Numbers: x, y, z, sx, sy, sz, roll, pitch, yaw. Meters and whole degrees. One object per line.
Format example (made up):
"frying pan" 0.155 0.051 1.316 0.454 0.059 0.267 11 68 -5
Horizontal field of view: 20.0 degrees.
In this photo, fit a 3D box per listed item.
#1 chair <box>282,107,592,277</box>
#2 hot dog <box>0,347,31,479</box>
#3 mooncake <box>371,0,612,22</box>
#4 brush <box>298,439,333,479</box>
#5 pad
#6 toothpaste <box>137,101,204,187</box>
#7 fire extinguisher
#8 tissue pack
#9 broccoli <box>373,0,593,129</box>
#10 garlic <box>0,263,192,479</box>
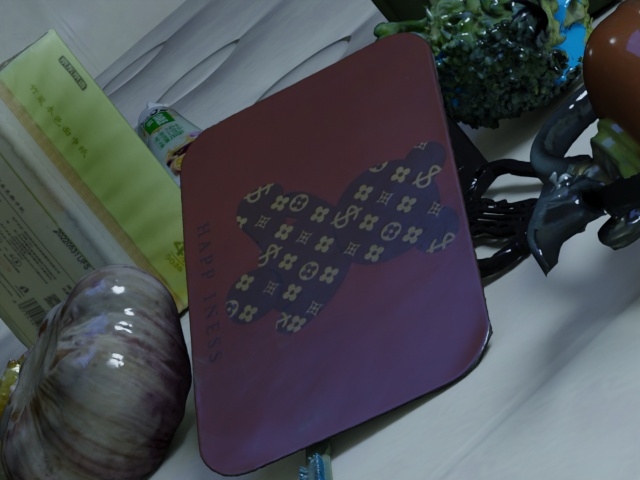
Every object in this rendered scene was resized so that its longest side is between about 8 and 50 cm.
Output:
"chair" 0.055 -0.045 1.091 0.106 0.113 0.229 -47 13 -18
"hot dog" -0.210 0.142 1.267 0.078 0.061 0.169 -10 -35 -47
"mooncake" 0.169 -0.291 1.386 0.351 0.187 0.351 -34 16 11
"brush" -0.003 0.114 0.940 0.016 0.013 0.083 -39 13 10
"pad" 0.000 0.000 1.021 0.181 0.004 0.267 -26 45 18
"toothpaste" -0.148 -0.095 1.855 0.314 0.056 0.058 -138 58 -72
"fire extinguisher" 0.233 -0.108 0.865 0.376 0.113 0.200 -39 -9 -3
"tissue pack" -0.208 -0.023 1.412 0.159 0.234 0.125 -24 19 44
"broccoli" 0.105 -0.152 1.181 0.154 0.160 0.167 7 14 29
"garlic" -0.138 0.097 1.147 0.147 0.102 0.159 -1 64 64
